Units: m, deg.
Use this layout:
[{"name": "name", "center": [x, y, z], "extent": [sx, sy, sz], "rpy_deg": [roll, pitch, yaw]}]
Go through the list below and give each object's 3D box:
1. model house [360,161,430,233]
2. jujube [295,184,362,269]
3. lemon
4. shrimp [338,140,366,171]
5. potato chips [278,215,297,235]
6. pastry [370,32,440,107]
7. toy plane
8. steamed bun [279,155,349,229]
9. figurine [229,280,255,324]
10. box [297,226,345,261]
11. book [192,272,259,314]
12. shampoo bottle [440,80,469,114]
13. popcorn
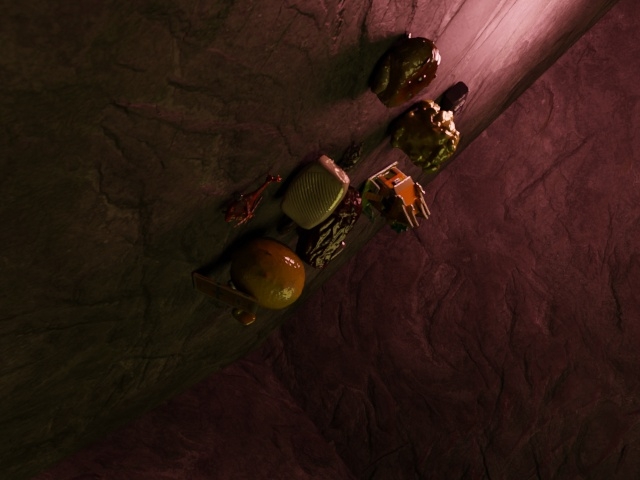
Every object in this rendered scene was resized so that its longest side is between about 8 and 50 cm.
[{"name": "model house", "center": [0.356, -0.146, 2.363], "extent": [0.242, 0.313, 0.357], "rpy_deg": [-31, 158, -30]}, {"name": "jujube", "center": [0.025, -0.058, 1.816], "extent": [0.342, 0.216, 0.216], "rpy_deg": [-67, 166, 2]}, {"name": "lemon", "center": [-0.191, 0.118, 1.735], "extent": [0.260, 0.284, 0.260], "rpy_deg": [-39, 180, 0]}, {"name": "shrimp", "center": [0.116, -0.306, 1.717], "extent": [0.065, 0.056, 0.165], "rpy_deg": [-25, 159, -34]}, {"name": "potato chips", "center": [-0.093, -0.092, 1.897], "extent": [0.202, 0.029, 0.220], "rpy_deg": [-41, 169, 4]}, {"name": "pastry", "center": [0.252, -0.487, 1.384], "extent": [0.229, 0.100, 0.218], "rpy_deg": [-27, 162, -45]}, {"name": "toy plane", "center": [-0.199, -0.123, 1.356], "extent": [0.194, 0.077, 0.126], "rpy_deg": [-51, 170, 9]}, {"name": "steamed bun", "center": [-0.015, -0.163, 1.587], "extent": [0.238, 0.170, 0.152], "rpy_deg": [-48, -174, 29]}, {"name": "figurine", "center": [-0.240, 0.171, 2.020], "extent": [0.283, 0.204, 0.338], "rpy_deg": [-9, 143, -19]}, {"name": "box", "center": [0.000, 0.000, 2.097], "extent": [0.148, 0.210, 0.129], "rpy_deg": [-38, 175, -13]}, {"name": "book", "center": [-0.335, 0.191, 1.683], "extent": [0.170, 0.242, 0.018], "rpy_deg": [115, -2, -64]}, {"name": "shampoo bottle", "center": [0.586, -0.597, 2.123], "extent": [0.098, 0.071, 0.309], "rpy_deg": [-44, 170, 1]}, {"name": "popcorn", "center": [0.419, -0.404, 1.850], "extent": [0.242, 0.250, 0.235], "rpy_deg": [-48, 159, 24]}]
